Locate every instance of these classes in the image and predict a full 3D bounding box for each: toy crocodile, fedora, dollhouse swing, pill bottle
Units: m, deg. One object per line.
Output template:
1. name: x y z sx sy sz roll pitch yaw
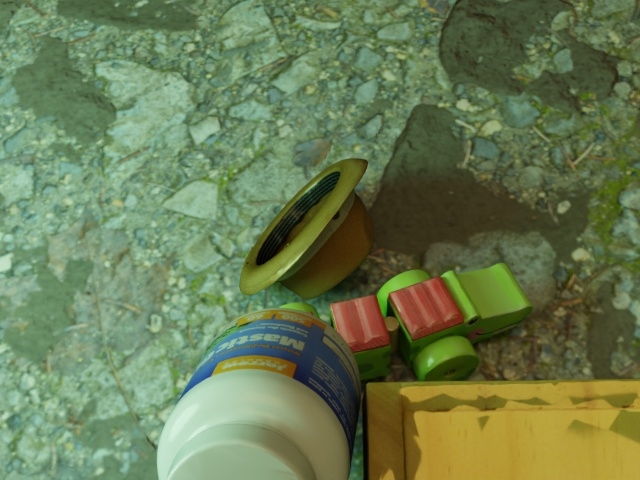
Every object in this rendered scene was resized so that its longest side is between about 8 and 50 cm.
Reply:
1. toy crocodile: 0.049 0.096 1.207 0.341 0.105 0.115 -16 57 -10
2. fedora: 0.000 0.000 1.269 0.079 0.194 0.194 44 60 -15
3. dollhouse swing: 0.213 0.275 1.024 0.347 0.315 0.304 -1 78 1
4. pill bottle: -0.048 0.161 0.986 0.152 0.152 0.272 4 13 4
